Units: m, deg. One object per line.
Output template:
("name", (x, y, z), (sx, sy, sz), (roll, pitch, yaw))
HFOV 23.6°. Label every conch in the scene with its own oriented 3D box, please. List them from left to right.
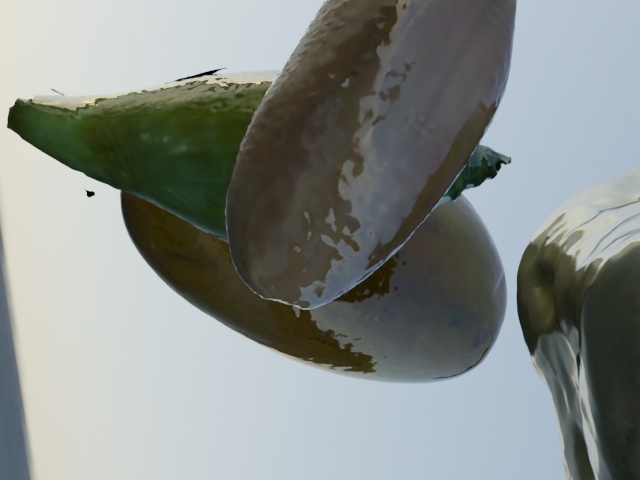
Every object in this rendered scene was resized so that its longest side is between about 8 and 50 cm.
("conch", (-0.023, -0.034, 0.649), (0.095, 0.201, 0.079), (19, 85, -69))

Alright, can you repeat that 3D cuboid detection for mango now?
("mango", (0.000, 0.000, 0.843), (0.113, 0.253, 0.138), (-23, -124, 47))

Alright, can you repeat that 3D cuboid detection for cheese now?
("cheese", (0.183, 0.081, 0.662), (0.251, 0.173, 0.248), (-126, -157, -76))

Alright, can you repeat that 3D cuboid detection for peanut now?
("peanut", (0.018, -0.043, 0.542), (0.152, 0.076, 0.076), (-56, -174, -15))
